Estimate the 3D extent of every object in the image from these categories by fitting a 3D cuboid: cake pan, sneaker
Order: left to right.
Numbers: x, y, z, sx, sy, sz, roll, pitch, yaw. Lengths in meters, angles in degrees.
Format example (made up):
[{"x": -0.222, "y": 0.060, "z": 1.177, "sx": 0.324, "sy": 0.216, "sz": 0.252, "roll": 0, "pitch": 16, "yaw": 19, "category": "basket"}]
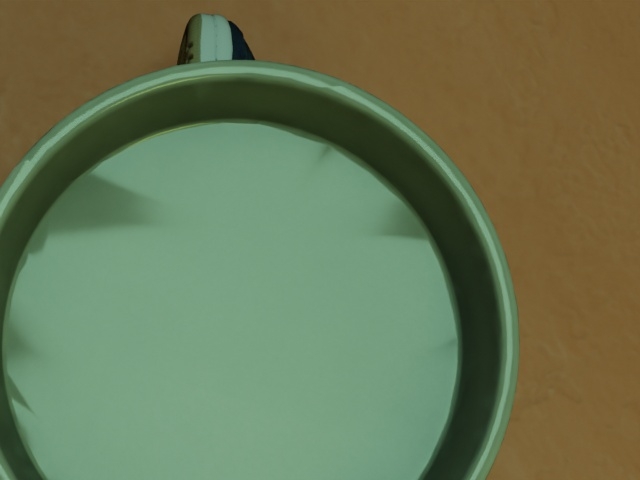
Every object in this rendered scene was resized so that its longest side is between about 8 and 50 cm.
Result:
[{"x": -0.043, "y": 0.052, "z": 0.842, "sx": 0.293, "sy": 0.054, "sz": 0.293, "roll": 1, "pitch": 81, "yaw": -9, "category": "cake pan"}, {"x": 0.000, "y": 0.000, "z": 0.936, "sx": 0.153, "sy": 0.099, "sz": 0.282, "roll": -6, "pitch": 79, "yaw": -12, "category": "sneaker"}]
